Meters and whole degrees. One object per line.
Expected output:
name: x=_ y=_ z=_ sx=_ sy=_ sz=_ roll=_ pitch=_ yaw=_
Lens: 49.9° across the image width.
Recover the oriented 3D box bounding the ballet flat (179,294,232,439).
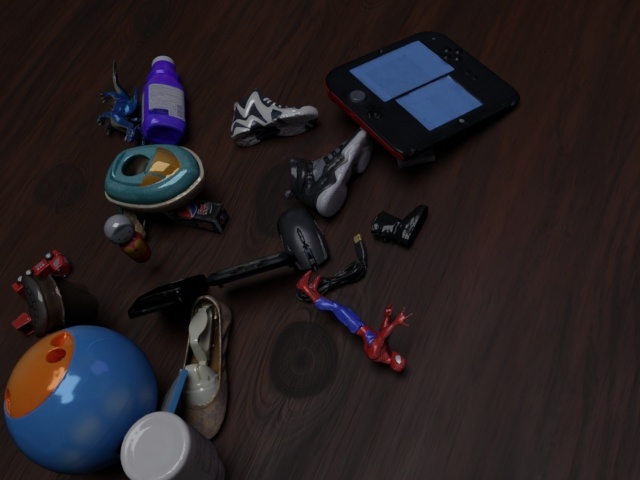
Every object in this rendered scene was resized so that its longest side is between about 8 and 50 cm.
ballet flat: x=-0.253 y=0.257 z=1.451 sx=0.108 sy=0.106 sz=0.316 roll=-9 pitch=57 yaw=10

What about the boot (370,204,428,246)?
boot: x=0.178 y=-0.044 z=1.567 sx=0.099 sy=0.045 sz=0.121 roll=21 pitch=67 yaw=28

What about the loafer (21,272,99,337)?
loafer: x=-0.553 y=0.128 z=1.491 sx=0.130 sy=0.366 sz=0.133 roll=-14 pitch=88 yaw=-15

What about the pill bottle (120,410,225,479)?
pill bottle: x=-0.263 y=0.413 z=1.280 sx=0.131 sy=0.229 sz=0.131 roll=-7 pitch=57 yaw=11

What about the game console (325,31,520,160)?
game console: x=0.242 y=-0.371 z=1.694 sx=0.387 sy=0.060 sz=0.342 roll=-28 pitch=54 yaw=-21

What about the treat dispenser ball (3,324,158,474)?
treat dispenser ball: x=-0.470 y=0.313 z=1.363 sx=0.288 sy=0.288 sz=0.288 roll=-7 pitch=57 yaw=11

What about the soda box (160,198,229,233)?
soda box: x=-0.315 y=-0.068 z=1.701 sx=0.169 sy=0.060 sz=0.053 roll=11 pitch=62 yaw=21

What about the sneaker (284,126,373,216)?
sneaker: x=0.017 y=-0.188 z=1.664 sx=0.153 sy=0.101 sz=0.268 roll=19 pitch=65 yaw=25

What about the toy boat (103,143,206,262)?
toy boat: x=-0.415 y=-0.109 z=1.628 sx=0.268 sy=0.148 sz=0.318 roll=-1 pitch=57 yaw=18

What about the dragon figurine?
dragon figurine: x=-0.539 y=-0.377 z=1.939 sx=0.144 sy=0.085 sz=0.289 roll=-5 pitch=62 yaw=9

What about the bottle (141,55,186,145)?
bottle: x=-0.434 y=-0.393 z=1.907 sx=0.118 sy=0.092 sz=0.282 roll=8 pitch=52 yaw=-25

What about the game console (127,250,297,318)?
game console: x=-0.228 y=0.090 z=1.499 sx=0.361 sy=0.213 sz=0.043 roll=-17 pitch=94 yaw=5

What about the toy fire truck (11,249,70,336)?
toy fire truck: x=-0.682 y=0.125 z=1.684 sx=0.192 sy=0.047 sz=0.135 roll=-43 pitch=58 yaw=-14

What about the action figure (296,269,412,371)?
action figure: x=0.092 y=0.144 z=1.417 sx=0.139 sy=0.091 sz=0.280 roll=-48 pitch=66 yaw=8

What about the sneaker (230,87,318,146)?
sneaker: x=-0.126 y=-0.348 z=1.807 sx=0.235 sy=0.094 sz=0.153 roll=-17 pitch=64 yaw=16

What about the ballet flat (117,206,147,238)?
ballet flat: x=-0.482 y=-0.073 z=1.756 sx=0.067 sy=0.073 sz=0.206 roll=-6 pitch=55 yaw=-22

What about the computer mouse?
computer mouse: x=0.000 y=0.000 z=1.575 sx=0.184 sy=0.060 sz=0.262 roll=-20 pitch=56 yaw=3

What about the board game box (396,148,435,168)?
board game box: x=0.227 y=-0.224 z=1.681 sx=0.090 sy=0.020 sz=0.090 roll=-11 pitch=56 yaw=8

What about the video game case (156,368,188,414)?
video game case: x=-0.315 y=0.348 z=1.373 sx=0.015 sy=0.166 sz=0.119 roll=27 pitch=36 yaw=-13
